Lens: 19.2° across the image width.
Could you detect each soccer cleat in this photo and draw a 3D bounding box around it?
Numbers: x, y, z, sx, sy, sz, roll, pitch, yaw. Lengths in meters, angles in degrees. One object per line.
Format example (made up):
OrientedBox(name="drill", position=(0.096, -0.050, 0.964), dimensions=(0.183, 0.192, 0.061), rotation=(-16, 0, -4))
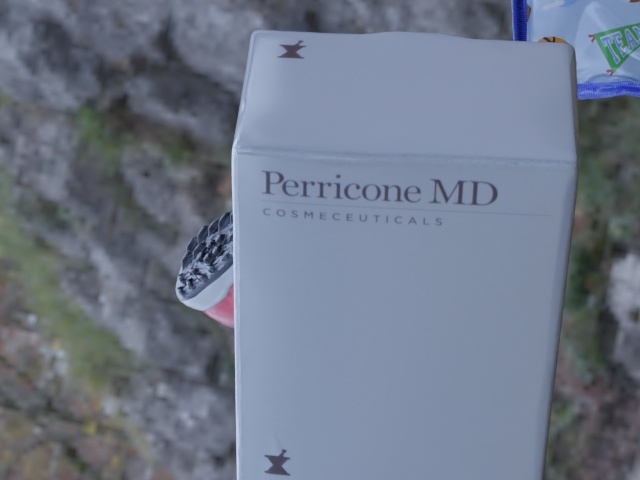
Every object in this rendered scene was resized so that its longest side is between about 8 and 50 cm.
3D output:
OrientedBox(name="soccer cleat", position=(0.000, 0.000, 1.689), dimensions=(0.318, 0.116, 0.108), rotation=(-30, 37, 44))

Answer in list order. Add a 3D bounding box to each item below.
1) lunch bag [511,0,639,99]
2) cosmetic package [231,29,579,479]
OrientedBox(name="lunch bag", position=(0.336, -0.353, 1.955), dimensions=(0.328, 0.239, 0.385), rotation=(-25, -64, -58))
OrientedBox(name="cosmetic package", position=(0.056, 0.081, 1.386), dimensions=(0.161, 0.230, 0.453), rotation=(-83, -6, -53))
